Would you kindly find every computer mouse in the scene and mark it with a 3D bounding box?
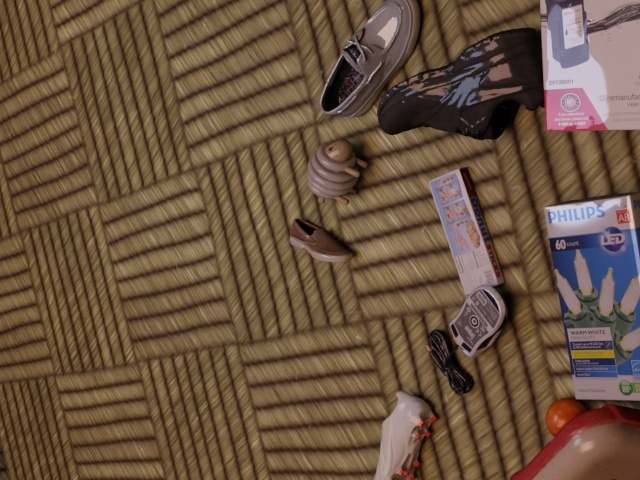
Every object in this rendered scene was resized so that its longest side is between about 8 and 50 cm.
[{"bbox_3d":[0.227,0.136,1.629,0.106,0.042,0.193,58,138,25],"label":"computer mouse"}]

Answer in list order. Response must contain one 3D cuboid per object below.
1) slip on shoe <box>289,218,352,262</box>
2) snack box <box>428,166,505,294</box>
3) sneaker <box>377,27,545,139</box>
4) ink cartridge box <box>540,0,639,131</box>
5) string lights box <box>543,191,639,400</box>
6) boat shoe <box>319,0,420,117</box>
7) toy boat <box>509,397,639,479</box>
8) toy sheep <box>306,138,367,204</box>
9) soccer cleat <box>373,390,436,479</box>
[{"bbox_3d":[0.000,0.000,1.815,0.135,0.051,0.041,26,120,47],"label":"slip on shoe"},{"bbox_3d":[0.213,-0.014,1.618,0.064,0.022,0.178,-22,83,46],"label":"snack box"},{"bbox_3d":[0.193,-0.190,1.544,0.286,0.109,0.130,-22,90,47],"label":"sneaker"},{"bbox_3d":[0.366,-0.257,1.354,0.172,0.100,0.237,3,102,44],"label":"ink cartridge box"},{"bbox_3d":[0.383,0.071,1.430,0.133,0.076,0.260,-8,93,47],"label":"string lights box"},{"bbox_3d":[0.070,-0.271,1.658,0.079,0.081,0.227,51,130,24],"label":"boat shoe"},{"bbox_3d":[0.347,0.281,1.495,0.231,0.151,0.151,-57,30,36],"label":"toy boat"},{"bbox_3d":[0.020,-0.105,1.746,0.091,0.091,0.132,46,133,28],"label":"toy sheep"},{"bbox_3d":[0.122,0.331,1.762,0.076,0.068,0.196,38,117,39],"label":"soccer cleat"}]
